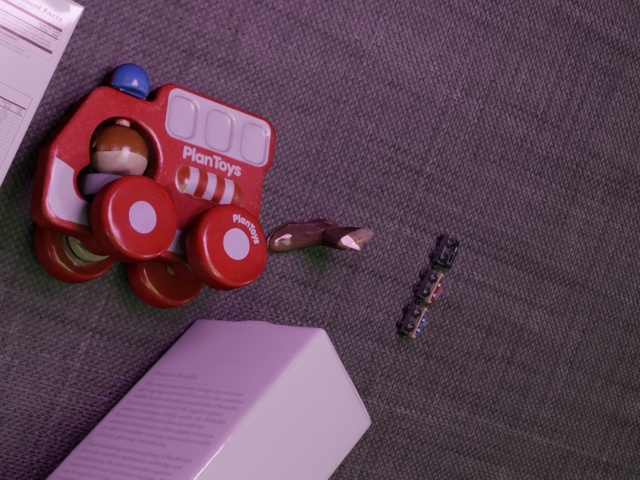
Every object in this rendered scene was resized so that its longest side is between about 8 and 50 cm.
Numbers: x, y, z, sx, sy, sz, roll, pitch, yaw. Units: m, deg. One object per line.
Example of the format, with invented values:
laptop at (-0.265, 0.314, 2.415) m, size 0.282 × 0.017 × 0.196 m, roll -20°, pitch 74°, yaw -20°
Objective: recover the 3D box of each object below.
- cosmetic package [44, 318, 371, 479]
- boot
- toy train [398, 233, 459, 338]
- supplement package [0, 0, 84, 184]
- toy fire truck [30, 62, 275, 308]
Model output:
cosmetic package at (-0.169, 0.295, 1.739) m, size 0.453 × 0.230 × 0.161 m, roll -48°, pitch 124°, yaw -35°
boot at (0.000, 0.000, 1.915) m, size 0.106 × 0.114 × 0.037 m, roll -21°, pitch 111°, yaw -26°
toy train at (0.151, 0.066, 2.078) m, size 0.036 × 0.027 × 0.158 m, roll 30°, pitch 85°, yaw -44°
supplement package at (-0.417, -0.176, 1.567) m, size 0.198 × 0.199 × 0.262 m, roll 26°, pitch 87°, yaw -34°
toy fire truck at (-0.194, -0.070, 1.773) m, size 0.302 × 0.169 × 0.253 m, roll 19°, pitch 67°, yaw -34°
